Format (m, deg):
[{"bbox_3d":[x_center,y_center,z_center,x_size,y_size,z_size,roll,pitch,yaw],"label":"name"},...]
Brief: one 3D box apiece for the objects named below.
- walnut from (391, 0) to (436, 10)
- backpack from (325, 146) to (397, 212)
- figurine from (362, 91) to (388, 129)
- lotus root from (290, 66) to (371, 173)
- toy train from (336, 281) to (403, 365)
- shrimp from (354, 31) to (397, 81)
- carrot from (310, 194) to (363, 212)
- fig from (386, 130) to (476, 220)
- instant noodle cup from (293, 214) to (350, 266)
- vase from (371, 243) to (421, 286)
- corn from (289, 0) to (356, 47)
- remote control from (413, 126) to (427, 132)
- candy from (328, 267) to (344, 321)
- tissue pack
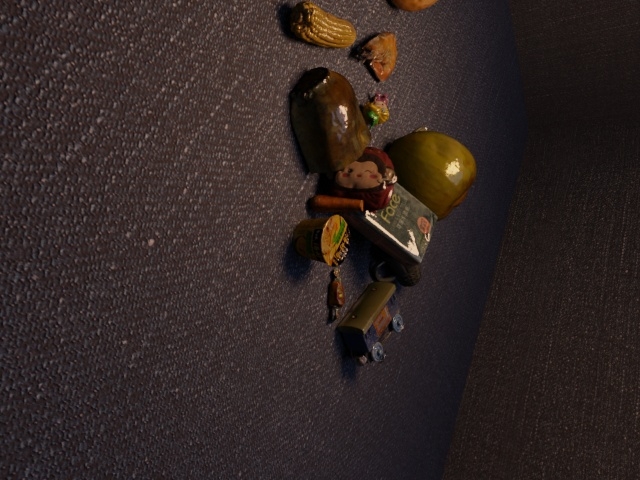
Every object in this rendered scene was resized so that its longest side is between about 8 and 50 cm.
[{"bbox_3d":[0.354,-0.943,1.667,0.195,0.221,0.196,-15,90,-75],"label":"walnut"},{"bbox_3d":[0.135,-0.202,1.444,0.139,0.229,0.229,79,33,-56],"label":"backpack"},{"bbox_3d":[0.192,-0.435,1.611,0.156,0.094,0.115,-75,169,-45],"label":"figurine"},{"bbox_3d":[0.045,-0.377,1.357,0.267,0.149,0.260,-53,135,-41],"label":"lotus root"},{"bbox_3d":[0.187,0.299,1.659,0.300,0.131,0.202,-46,122,-43],"label":"toy train"},{"bbox_3d":[0.202,-0.641,1.622,0.317,0.062,0.164,-39,127,-49],"label":"shrimp"},{"bbox_3d":[0.049,-0.108,1.378,0.055,0.161,0.055,3,90,-76],"label":"carrot"},{"bbox_3d":[0.398,-0.253,1.730,0.343,0.343,0.344,-9,101,-54],"label":"fig"},{"bbox_3d":[0.000,0.000,1.353,0.151,0.122,0.152,-4,95,-56],"label":"instant noodle cup"},{"bbox_3d":[0.309,0.078,1.801,0.251,0.156,0.301,-44,140,-8],"label":"vase"},{"bbox_3d":[0.015,-0.614,1.329,0.291,0.101,0.101,-23,112,-56],"label":"corn"},{"bbox_3d":[0.454,-0.356,2.040,0.123,0.038,0.286,-39,122,-48],"label":"remote control"},{"bbox_3d":[0.055,0.182,1.517,0.053,0.046,0.182,1,91,-57],"label":"candy"},{"bbox_3d":[0.235,-0.081,1.574,0.315,0.103,0.228,36,55,-10],"label":"tissue pack"}]
